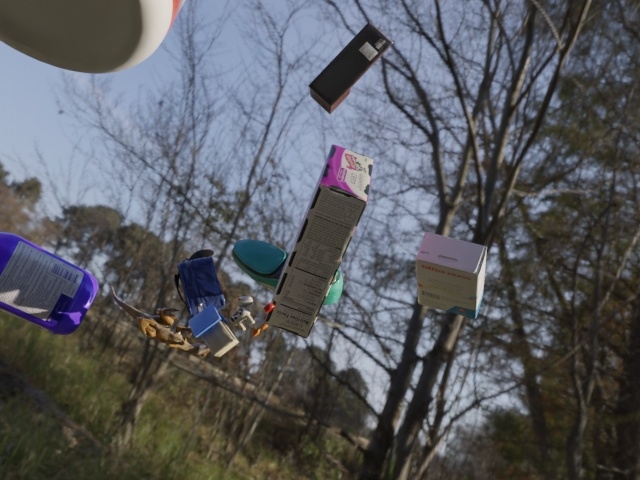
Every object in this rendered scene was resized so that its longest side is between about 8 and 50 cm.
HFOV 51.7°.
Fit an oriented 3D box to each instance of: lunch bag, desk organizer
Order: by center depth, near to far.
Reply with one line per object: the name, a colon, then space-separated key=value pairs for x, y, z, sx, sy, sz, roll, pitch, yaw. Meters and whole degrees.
desk organizer: x=0.042 y=-0.250 z=0.967 sx=0.047 sy=0.130 sz=0.050 roll=43 pitch=-4 yaw=2
lunch bag: x=-0.198 y=0.073 z=1.060 sx=0.065 sy=0.098 sz=0.067 roll=-15 pitch=-14 yaw=-16

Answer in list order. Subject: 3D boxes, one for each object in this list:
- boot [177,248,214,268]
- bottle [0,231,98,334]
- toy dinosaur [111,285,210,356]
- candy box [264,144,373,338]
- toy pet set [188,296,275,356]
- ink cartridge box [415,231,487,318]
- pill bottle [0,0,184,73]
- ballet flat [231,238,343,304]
boot: x=-0.322 y=0.080 z=1.748 sx=0.037 sy=0.106 sz=0.114 roll=56 pitch=-17 yaw=33
bottle: x=-0.508 y=0.049 z=1.062 sx=0.283 sy=0.118 sz=0.092 roll=32 pitch=-25 yaw=-28
toy dinosaur: x=-0.280 y=0.139 z=1.093 sx=0.211 sy=0.064 sz=0.112 roll=34 pitch=-26 yaw=1
candy box: x=0.000 y=0.000 z=0.945 sx=0.071 sy=0.159 sz=0.233 roll=22 pitch=-62 yaw=-3
toy pet set: x=-0.120 y=0.106 z=0.927 sx=0.065 sy=0.114 sz=0.122 roll=52 pitch=-5 yaw=12
ink cartridge box: x=0.184 y=0.050 z=0.931 sx=0.088 sy=0.052 sz=0.122 roll=14 pitch=-30 yaw=20
pill bottle: x=-0.170 y=-0.342 z=0.578 sx=0.210 sy=0.363 sz=0.210 roll=13 pitch=-30 yaw=8
ballet flat: x=-0.066 y=0.069 z=1.253 sx=0.247 sy=0.083 sz=0.087 roll=16 pitch=-46 yaw=30
